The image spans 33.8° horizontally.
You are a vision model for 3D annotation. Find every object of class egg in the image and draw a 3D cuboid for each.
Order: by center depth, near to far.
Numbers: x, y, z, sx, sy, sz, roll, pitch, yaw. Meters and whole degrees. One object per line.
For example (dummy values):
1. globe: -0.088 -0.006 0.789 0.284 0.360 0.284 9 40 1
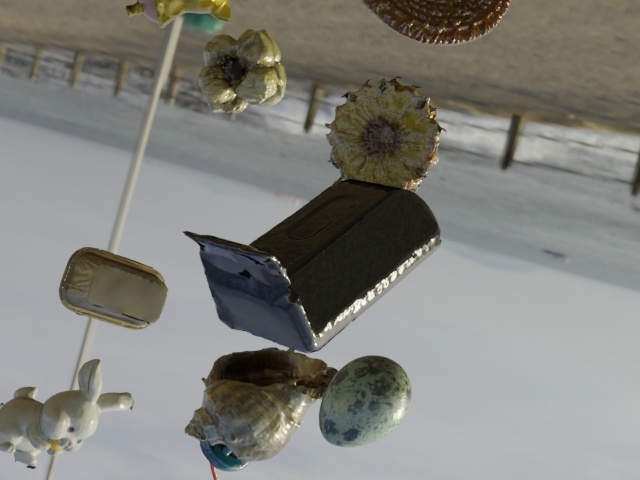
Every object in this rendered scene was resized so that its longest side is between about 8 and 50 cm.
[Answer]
1. egg: 0.071 0.265 1.716 0.132 0.172 0.132 45 169 11

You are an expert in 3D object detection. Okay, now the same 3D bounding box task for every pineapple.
1. pineapple: 0.099 -0.164 1.726 0.221 0.221 0.047 16 -177 12

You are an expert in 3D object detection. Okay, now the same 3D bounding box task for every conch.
1. conch: -0.111 0.309 1.915 0.291 0.159 0.210 -7 -161 -23

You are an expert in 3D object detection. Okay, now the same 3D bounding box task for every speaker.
1. speaker: 0.000 0.000 1.481 0.180 0.184 0.388 14 -146 34

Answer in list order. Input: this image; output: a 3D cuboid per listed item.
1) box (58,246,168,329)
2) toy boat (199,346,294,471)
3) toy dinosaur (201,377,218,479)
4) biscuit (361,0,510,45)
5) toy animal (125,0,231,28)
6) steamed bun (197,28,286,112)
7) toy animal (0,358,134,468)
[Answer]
1. box: -0.325 0.081 1.681 0.177 0.111 0.111 23 178 -32
2. toy boat: -0.126 0.336 2.136 0.134 0.299 0.092 49 136 -12
3. toy dinosaur: -0.215 0.418 2.184 0.055 0.280 0.101 -4 -175 -19
4. biscuit: 0.171 -0.445 1.654 0.305 0.305 0.038 15 158 -16
5. toy animal: -0.304 -0.525 2.220 0.229 0.156 0.156 -11 -172 -13
6. steamed bun: -0.167 -0.372 2.234 0.177 0.192 0.106 -1 163 10
7. toy animal: -0.264 0.181 1.059 0.124 0.085 0.071 -13 133 14
